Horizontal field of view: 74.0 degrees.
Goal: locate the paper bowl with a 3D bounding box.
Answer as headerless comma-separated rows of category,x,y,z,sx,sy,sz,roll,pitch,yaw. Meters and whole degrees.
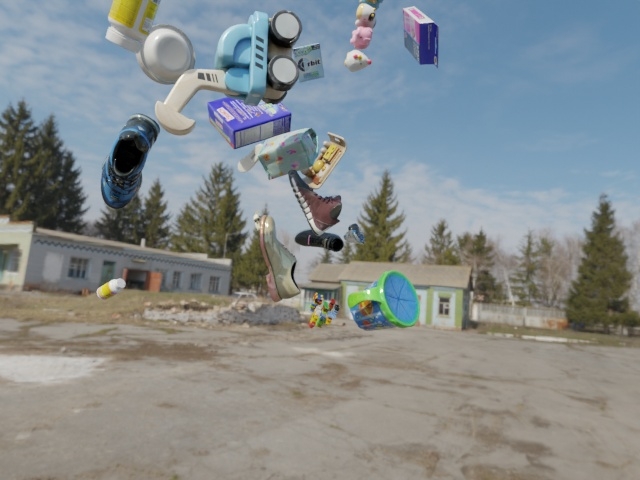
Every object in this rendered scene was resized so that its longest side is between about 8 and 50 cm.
paper bowl,-0.784,-0.952,2.182,0.284,0.285,0.148,11,6,-39

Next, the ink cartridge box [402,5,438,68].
ink cartridge box,0.445,-0.911,1.902,0.069,0.371,0.176,-12,-50,0

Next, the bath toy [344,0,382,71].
bath toy,0.208,-0.971,1.998,0.128,0.349,0.151,16,5,32

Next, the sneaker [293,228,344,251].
sneaker,0.000,0.000,2.406,0.295,0.105,0.147,5,10,-18

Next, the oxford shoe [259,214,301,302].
oxford shoe,-0.179,0.071,1.923,0.146,0.398,0.140,-13,-5,8

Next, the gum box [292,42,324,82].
gum box,-0.068,-1.017,2.434,0.156,0.185,0.041,-15,31,-8

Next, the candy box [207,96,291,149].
candy box,-0.342,-0.595,2.049,0.316,0.268,0.122,-24,-34,-26

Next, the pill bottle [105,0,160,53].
pill bottle,-0.567,-0.690,1.286,0.119,0.209,0.119,26,16,-8

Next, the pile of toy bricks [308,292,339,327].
pile of toy bricks,0.003,0.298,1.685,0.117,0.105,0.212,23,13,-8

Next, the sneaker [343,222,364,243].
sneaker,0.135,-0.020,1.841,0.082,0.072,0.190,-4,-18,17

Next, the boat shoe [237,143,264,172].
boat shoe,-0.320,-0.393,2.019,0.184,0.066,0.063,-45,-3,27

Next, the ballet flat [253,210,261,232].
ballet flat,-0.300,-0.092,2.030,0.041,0.115,0.041,-16,-12,-4

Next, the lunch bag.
lunch bag,-0.131,-0.398,1.868,0.223,0.160,0.262,-15,29,17

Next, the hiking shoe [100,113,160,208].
hiking shoe,-0.536,-0.195,1.140,0.113,0.304,0.132,24,32,-17

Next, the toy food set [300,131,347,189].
toy food set,-0.005,-0.418,2.207,0.092,0.306,0.220,33,6,-29

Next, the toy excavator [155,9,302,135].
toy excavator,-0.310,-0.556,1.429,0.444,0.434,0.222,3,1,-17

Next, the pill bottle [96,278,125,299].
pill bottle,-0.626,0.144,1.274,0.083,0.044,0.043,-27,-20,20

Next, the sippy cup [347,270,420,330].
sippy cup,0.252,0.269,1.757,0.305,0.240,0.224,46,-47,-14

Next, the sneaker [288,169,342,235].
sneaker,-0.008,-0.173,1.674,0.162,0.282,0.106,-26,16,-2
